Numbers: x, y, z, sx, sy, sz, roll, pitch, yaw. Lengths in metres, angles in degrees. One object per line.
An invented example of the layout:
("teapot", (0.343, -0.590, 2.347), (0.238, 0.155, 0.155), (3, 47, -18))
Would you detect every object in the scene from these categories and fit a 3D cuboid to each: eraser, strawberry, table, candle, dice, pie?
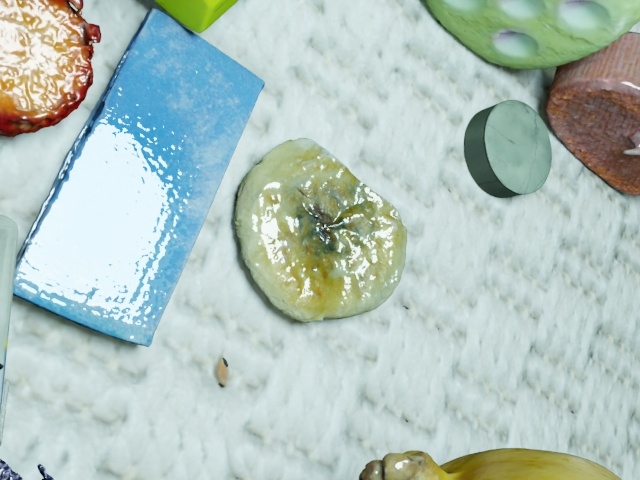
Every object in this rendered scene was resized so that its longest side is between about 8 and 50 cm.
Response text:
("eraser", (-0.173, -0.063, 0.652), (0.144, 0.043, 0.311), (29, 70, -26))
("strawberry", (-0.271, -0.162, 0.578), (0.145, 0.086, 0.145), (4, 82, -29))
("table", (0.264, -0.127, 0.931), (0.134, 0.043, 0.133), (4, 82, -32))
("candle", (0.482, -0.160, 0.968), (0.317, 0.287, 0.131), (20, 71, 17))
("dice", (0.291, -0.399, 0.860), (0.254, 0.250, 0.251), (31, 68, -25))
("pie", (-0.002, 0.000, 0.746), (0.218, 0.052, 0.185), (36, 72, -21))

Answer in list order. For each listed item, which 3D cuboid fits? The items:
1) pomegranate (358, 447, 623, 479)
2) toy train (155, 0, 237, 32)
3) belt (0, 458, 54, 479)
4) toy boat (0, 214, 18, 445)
("pomegranate", (0.164, 0.368, 0.607), (0.412, 0.412, 0.411), (4, 81, -31))
("toy train", (-0.034, -0.395, 0.646), (0.179, 0.272, 0.442), (42, 63, -8))
("belt", (-0.349, 0.251, 0.458), (0.325, 0.122, 0.260), (22, 68, -28))
("toy boat", (-0.282, 0.059, 0.460), (0.141, 0.269, 0.140), (-12, 130, -15))
